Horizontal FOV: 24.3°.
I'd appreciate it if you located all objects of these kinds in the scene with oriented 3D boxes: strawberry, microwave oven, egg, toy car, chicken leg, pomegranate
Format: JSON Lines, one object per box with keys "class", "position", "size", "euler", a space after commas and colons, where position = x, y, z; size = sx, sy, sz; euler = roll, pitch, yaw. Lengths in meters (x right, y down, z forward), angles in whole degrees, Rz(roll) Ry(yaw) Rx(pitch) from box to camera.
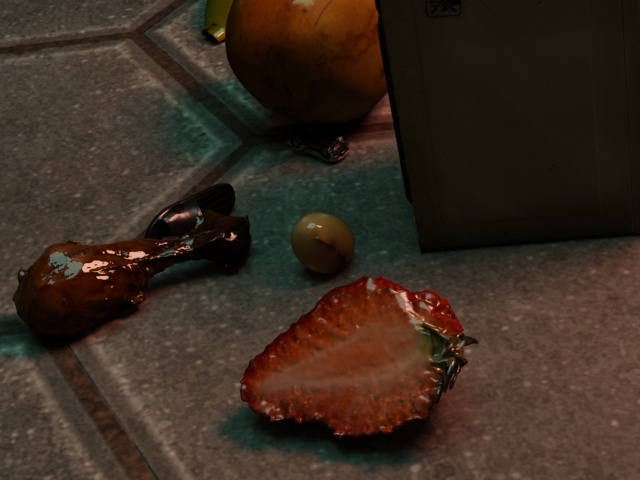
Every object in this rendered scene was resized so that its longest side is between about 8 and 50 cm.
{"class": "strawberry", "position": [0.051, 0.129, 1.553], "size": [0.236, 0.107, 0.175], "euler": [9, 75, 29]}
{"class": "microwave oven", "position": [0.238, -0.224, 1.740], "size": [0.333, 0.394, 0.247], "euler": [-4, 35, 10]}
{"class": "egg", "position": [0.000, 0.000, 1.765], "size": [0.071, 0.083, 0.071], "euler": [-19, 49, 23]}
{"class": "toy car", "position": [-0.005, -0.130, 2.008], "size": [0.093, 0.025, 0.041], "euler": [21, 44, 35]}
{"class": "chicken leg", "position": [-0.221, 0.026, 1.782], "size": [0.304, 0.093, 0.113], "euler": [-21, 69, -16]}
{"class": "pomegranate", "position": [0.002, -0.286, 2.027], "size": [0.264, 0.264, 0.264], "euler": [-8, 34, 5]}

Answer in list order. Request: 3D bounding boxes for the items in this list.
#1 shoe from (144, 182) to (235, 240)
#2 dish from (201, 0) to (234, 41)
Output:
{"class": "shoe", "position": [-0.153, -0.022, 1.867], "size": [0.053, 0.062, 0.159], "euler": [20, 41, 35]}
{"class": "dish", "position": [-0.091, -0.426, 2.399], "size": [0.221, 0.108, 0.262], "euler": [-2, 35, 16]}
